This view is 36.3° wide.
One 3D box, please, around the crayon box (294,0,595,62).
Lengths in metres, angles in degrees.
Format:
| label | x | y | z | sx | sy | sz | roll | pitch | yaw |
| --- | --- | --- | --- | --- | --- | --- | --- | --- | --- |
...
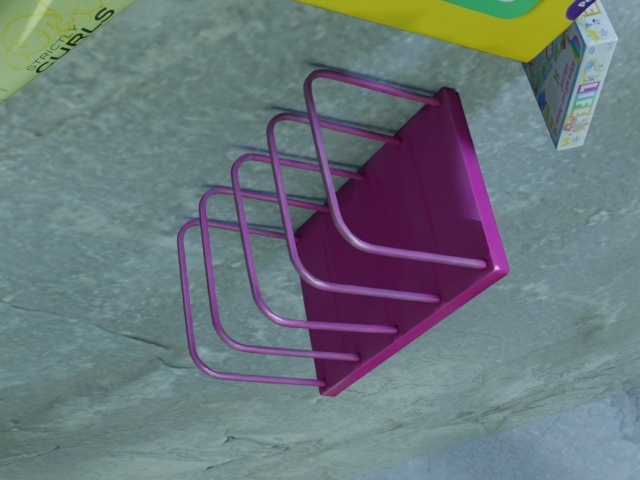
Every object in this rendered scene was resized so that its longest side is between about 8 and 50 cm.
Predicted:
| label | x | y | z | sx | sy | sz | roll | pitch | yaw |
| --- | --- | --- | --- | --- | --- | --- | --- | --- | --- |
| crayon box | 0.114 | -0.280 | 0.568 | 0.313 | 0.106 | 0.363 | 7 | 146 | -33 |

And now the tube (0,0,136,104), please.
| label | x | y | z | sx | sy | sz | roll | pitch | yaw |
| --- | --- | --- | --- | --- | --- | --- | --- | --- | --- |
| tube | -0.212 | -0.156 | 0.707 | 0.240 | 0.062 | 0.070 | -31 | -171 | 22 |

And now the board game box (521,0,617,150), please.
| label | x | y | z | sx | sy | sz | roll | pitch | yaw |
| --- | --- | --- | --- | --- | --- | --- | --- | --- | --- |
| board game box | 0.210 | -0.162 | 0.839 | 0.026 | 0.103 | 0.154 | -12 | 154 | -2 |

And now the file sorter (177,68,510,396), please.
| label | x | y | z | sx | sy | sz | roll | pitch | yaw |
| --- | --- | --- | --- | --- | --- | --- | --- | --- | --- |
| file sorter | 0.000 | 0.000 | 0.950 | 0.182 | 0.202 | 0.291 | 9 | 145 | -32 |
